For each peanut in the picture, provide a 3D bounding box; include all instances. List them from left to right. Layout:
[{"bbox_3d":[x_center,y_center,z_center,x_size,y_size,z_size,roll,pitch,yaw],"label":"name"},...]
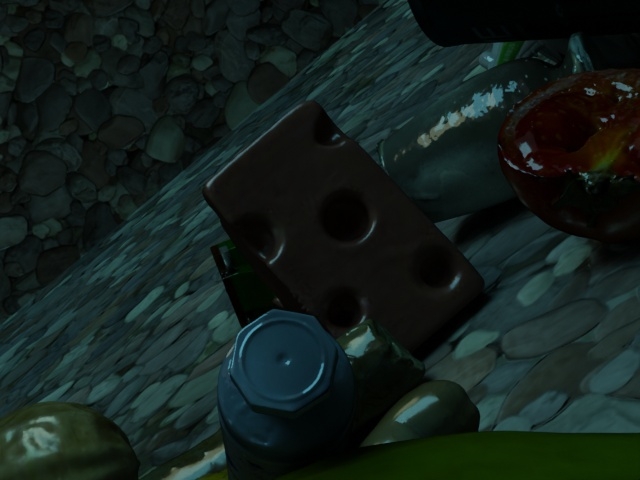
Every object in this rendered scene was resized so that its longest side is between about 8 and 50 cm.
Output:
[{"bbox_3d":[-0.270,0.228,1.182,0.153,0.140,0.325,-25,-4,-42],"label":"peanut"}]

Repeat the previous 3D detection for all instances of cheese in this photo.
[{"bbox_3d":[0.011,0.017,1.101,0.128,0.203,0.177,-43,-7,-10],"label":"cheese"}]

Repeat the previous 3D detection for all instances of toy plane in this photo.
[{"bbox_3d":[0.231,-0.214,1.339,0.251,0.101,0.255,-41,41,-9],"label":"toy plane"}]

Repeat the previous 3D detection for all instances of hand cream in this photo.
[{"bbox_3d":[-0.012,0.066,0.466,0.065,0.043,0.171,-41,-15,-15],"label":"hand cream"}]

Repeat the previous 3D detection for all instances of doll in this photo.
[{"bbox_3d":[-0.013,0.016,1.273,0.186,0.106,0.134,-14,14,24],"label":"doll"}]

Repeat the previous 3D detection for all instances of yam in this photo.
[{"bbox_3d":[-0.065,0.167,0.971,0.317,0.067,0.071,-38,33,4],"label":"yam"}]

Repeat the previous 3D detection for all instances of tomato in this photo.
[{"bbox_3d":[0.208,-0.049,0.938,0.159,0.091,0.139,-1,40,24],"label":"tomato"}]

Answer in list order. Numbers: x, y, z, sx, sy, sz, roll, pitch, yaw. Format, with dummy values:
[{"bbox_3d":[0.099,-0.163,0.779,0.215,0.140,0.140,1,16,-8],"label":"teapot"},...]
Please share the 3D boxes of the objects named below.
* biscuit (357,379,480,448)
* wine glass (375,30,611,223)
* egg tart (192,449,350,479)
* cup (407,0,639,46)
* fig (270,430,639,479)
[{"bbox_3d":[-0.043,0.210,0.568,0.325,0.044,0.217,-45,-27,-23],"label":"biscuit"},{"bbox_3d":[0.158,-0.092,1.160,0.204,0.111,0.111,-28,16,24],"label":"wine glass"},{"bbox_3d":[-0.075,0.209,0.799,0.279,0.095,0.279,-36,14,10],"label":"egg tart"},{"bbox_3d":[0.226,-0.294,1.126,0.292,0.242,0.308,2,-5,25],"label":"cup"},{"bbox_3d":[0.055,0.172,0.398,0.314,0.233,0.233,-13,0,-28],"label":"fig"}]
